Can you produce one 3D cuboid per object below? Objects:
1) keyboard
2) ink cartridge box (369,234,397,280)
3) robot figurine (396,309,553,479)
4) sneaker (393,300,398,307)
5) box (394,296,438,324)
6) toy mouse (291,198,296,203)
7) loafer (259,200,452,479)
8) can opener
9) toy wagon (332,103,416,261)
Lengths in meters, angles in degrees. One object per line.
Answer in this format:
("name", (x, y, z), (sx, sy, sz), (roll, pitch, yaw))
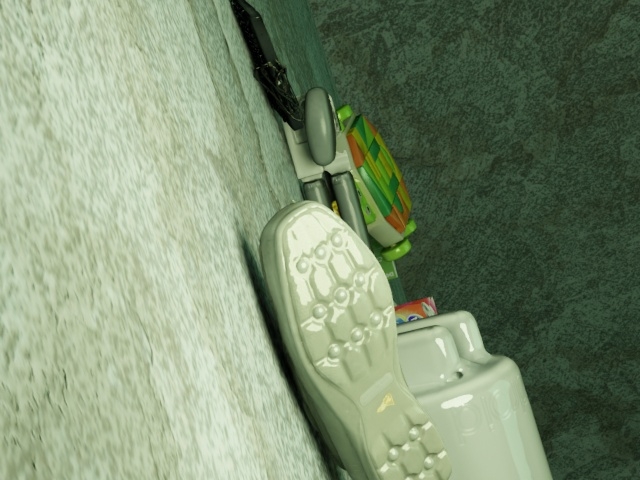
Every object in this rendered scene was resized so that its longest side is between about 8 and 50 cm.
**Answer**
("keyboard", (-0.072, -0.210, 1.542), (0.100, 0.038, 0.192), (45, -15, 44))
("ink cartridge box", (0.107, 0.023, 2.415), (0.109, 0.062, 0.209), (-78, 151, -79))
("robot figurine", (0.155, 0.263, 1.408), (0.300, 0.200, 0.353), (-23, 96, -56))
("sneaker", (0.167, 0.184, 2.378), (0.228, 0.092, 0.087), (65, 11, -49))
("box", (0.126, 0.202, 1.697), (0.257, 0.128, 0.122), (67, 8, -53))
("toy mouse", (0.000, 0.000, 1.548), (0.161, 0.031, 0.143), (-99, 171, -56))
("loafer", (0.016, 0.105, 1.093), (0.111, 0.112, 0.319), (17, -46, 52))
("can opener", (0.010, -0.062, 1.649), (0.093, 0.074, 0.280), (-57, 132, -76))
("toy wagon", (0.082, -0.094, 2.209), (0.267, 0.068, 0.344), (60, 16, -13))
